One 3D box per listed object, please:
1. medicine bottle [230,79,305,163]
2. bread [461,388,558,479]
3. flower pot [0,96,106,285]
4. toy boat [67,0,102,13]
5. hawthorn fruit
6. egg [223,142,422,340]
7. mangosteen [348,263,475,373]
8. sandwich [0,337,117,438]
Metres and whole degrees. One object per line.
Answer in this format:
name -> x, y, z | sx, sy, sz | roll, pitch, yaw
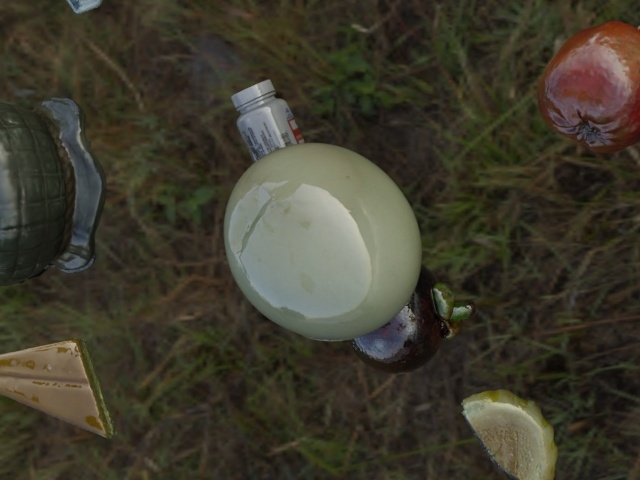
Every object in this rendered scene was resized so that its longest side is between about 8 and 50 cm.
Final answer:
medicine bottle -> -0.070, -0.152, 1.662 | 0.079, 0.079, 0.140 | -19, 98, 47
bread -> 0.254, 0.250, 1.545 | 0.157, 0.083, 0.094 | 35, 109, 1
flower pot -> -0.467, -0.073, 1.749 | 0.301, 0.213, 0.302 | 19, 113, 54
toy boat -> -0.220, -0.325, 1.265 | 0.114, 0.262, 0.115 | 53, 169, 38
hawthorn fruit -> 0.406, -0.230, 1.648 | 0.179, 0.179, 0.200 | 11, 71, 47
egg -> 0.000, 0.000, 1.360 | 0.269, 0.219, 0.219 | 44, 124, 55
mangosteen -> 0.148, 0.134, 2.089 | 0.216, 0.216, 0.216 | 3, 94, 48
sandwich -> -0.382, 0.214, 1.569 | 0.117, 0.187, 0.144 | 111, 145, -82
